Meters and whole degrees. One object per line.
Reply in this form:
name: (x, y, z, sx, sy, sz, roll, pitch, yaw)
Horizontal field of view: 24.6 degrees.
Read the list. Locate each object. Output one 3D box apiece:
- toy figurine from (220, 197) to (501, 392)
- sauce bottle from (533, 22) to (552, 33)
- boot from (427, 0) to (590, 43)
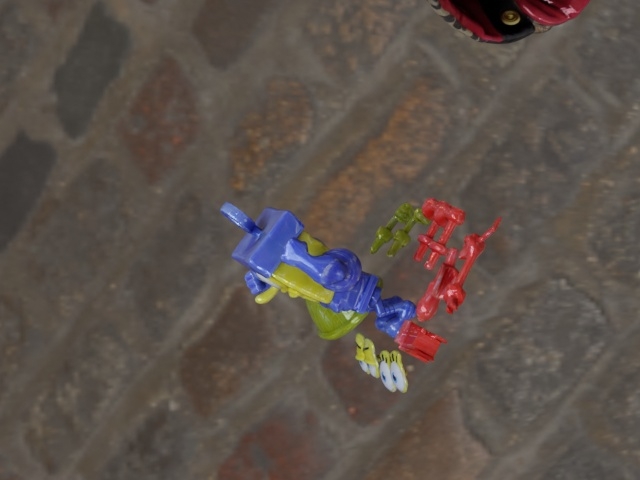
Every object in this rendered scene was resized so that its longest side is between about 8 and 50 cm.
toy figurine: (0.000, 0.000, 1.469, 0.191, 0.217, 0.362, -62, 13, -1)
sauce bottle: (0.210, -0.249, 1.530, 0.128, 0.042, 0.042, -118, 48, -64)
boot: (0.142, -0.296, 1.262, 0.138, 0.377, 0.284, -45, 58, 25)
